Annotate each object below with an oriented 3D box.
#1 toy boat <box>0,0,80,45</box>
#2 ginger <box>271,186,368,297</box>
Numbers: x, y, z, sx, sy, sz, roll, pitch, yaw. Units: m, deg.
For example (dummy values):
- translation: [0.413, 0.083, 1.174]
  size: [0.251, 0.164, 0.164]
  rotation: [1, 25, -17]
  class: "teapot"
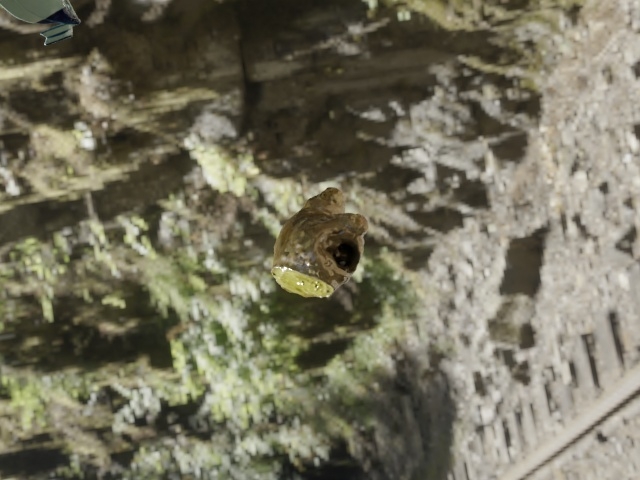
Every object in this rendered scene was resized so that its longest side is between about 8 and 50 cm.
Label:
- translation: [-0.467, -0.431, 1.748]
  size: [0.067, 0.220, 0.291]
  rotation: [45, 165, 27]
  class: "toy boat"
- translation: [0.000, 0.000, 1.931]
  size: [0.276, 0.130, 0.221]
  rotation: [-24, 33, 58]
  class: "ginger"
